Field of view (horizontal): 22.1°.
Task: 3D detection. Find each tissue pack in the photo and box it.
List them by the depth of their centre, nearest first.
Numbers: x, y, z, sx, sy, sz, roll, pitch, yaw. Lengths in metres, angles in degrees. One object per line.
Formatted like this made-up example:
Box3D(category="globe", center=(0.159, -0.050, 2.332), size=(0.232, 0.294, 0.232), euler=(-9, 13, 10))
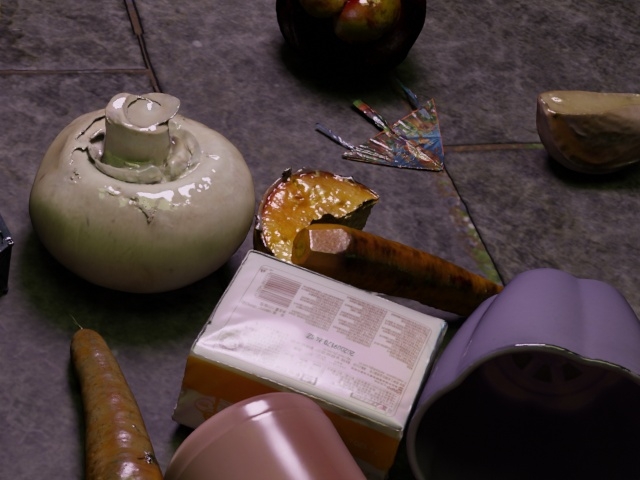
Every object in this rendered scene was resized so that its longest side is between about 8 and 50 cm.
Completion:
Box3D(category="tissue pack", center=(-0.009, 0.136, 1.664), size=(0.225, 0.124, 0.185), euler=(21, 42, 7))

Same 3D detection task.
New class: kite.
Box3D(category="kite", center=(0.097, -0.134, 2.086), size=(0.160, 0.010, 0.183), euler=(40, 50, 22))

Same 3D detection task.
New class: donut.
Box3D(category="donut", center=(-0.011, -0.002, 1.850), size=(0.146, 0.078, 0.181), euler=(14, 46, -11))

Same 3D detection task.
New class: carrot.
Box3D(category="carrot", center=(-0.210, 0.168, 1.617), size=(0.078, 0.078, 0.298), euler=(-2, 39, -19))
Box3D(category="carrot", center=(0.109, 0.043, 1.795), size=(0.314, 0.066, 0.066), euler=(17, 36, -31))

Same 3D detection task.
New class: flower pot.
Box3D(category="flower pot", center=(0.233, 0.158, 1.632), size=(0.265, 0.265, 0.243), euler=(18, 30, 4))

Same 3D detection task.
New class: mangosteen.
Box3D(category="mangosteen", center=(0.040, -0.308, 2.120), size=(0.209, 0.210, 0.210), euler=(8, 41, -7))

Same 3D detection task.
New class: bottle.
Box3D(category="bottle", center=(-0.020, 0.303, 1.456), size=(0.206, 0.173, 0.297), euler=(-33, 56, -4))

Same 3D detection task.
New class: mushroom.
Box3D(category="mushroom", center=(-0.195, -0.064, 1.780), size=(0.246, 0.202, 0.246), euler=(2, 36, -1))

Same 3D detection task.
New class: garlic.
Box3D(category="garlic", center=(0.357, -0.135, 2.093), size=(0.195, 0.101, 0.087), euler=(2, 38, -16))

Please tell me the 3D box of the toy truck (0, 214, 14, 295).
Box3D(category="toy truck", center=(-0.388, -0.023, 1.762), size=(0.092, 0.083, 0.192), euler=(-12, 49, -28))
